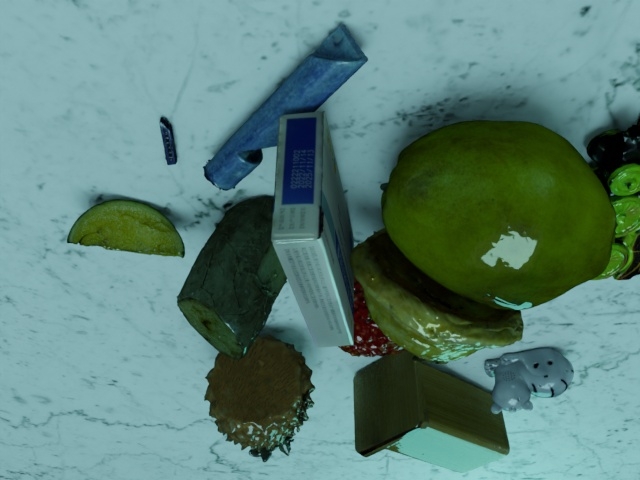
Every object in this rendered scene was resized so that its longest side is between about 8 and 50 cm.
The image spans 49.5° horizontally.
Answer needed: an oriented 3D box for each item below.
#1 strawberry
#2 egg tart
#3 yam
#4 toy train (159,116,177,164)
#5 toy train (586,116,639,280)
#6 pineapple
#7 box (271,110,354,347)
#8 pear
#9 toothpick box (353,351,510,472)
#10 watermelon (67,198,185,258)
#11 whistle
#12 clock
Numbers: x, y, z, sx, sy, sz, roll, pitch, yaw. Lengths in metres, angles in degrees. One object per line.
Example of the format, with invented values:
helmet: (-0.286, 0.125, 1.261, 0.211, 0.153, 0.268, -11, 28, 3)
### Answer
strawberry: (0.129, 0.162, 1.275, 0.233, 0.138, 0.306, 11, 136, -12)
egg tart: (0.171, 0.091, 1.072, 0.290, 0.290, 0.115, 18, 117, -17)
yam: (-0.125, 0.049, 1.106, 0.154, 0.254, 0.154, 20, 146, 14)
toy train: (-0.225, -0.147, 1.028, 0.017, 0.017, 0.083, 1, 139, -2)
toy train: (0.465, -0.055, 1.041, 0.160, 0.100, 0.296, -5, 138, -3)
pineapple: (-0.112, 0.354, 1.465, 0.222, 0.223, 0.357, -2, 147, 5)
box: (0.000, 0.000, 1.002, 0.065, 0.200, 0.343, -3, 149, 8)
pear: (0.238, -0.036, 0.955, 0.321, 0.269, 0.269, 15, 140, 10)
toothpick box: (0.243, 0.379, 1.484, 0.308, 0.190, 0.187, 28, 131, -31)
watermelon: (-0.315, -0.010, 1.138, 0.181, 0.092, 0.075, 5, 153, -15)
whistle: (-0.056, -0.174, 0.958, 0.062, 0.062, 0.304, 30, 131, -28)
clock: (0.430, 0.293, 1.419, 0.176, 0.117, 0.080, -13, 136, 16)
